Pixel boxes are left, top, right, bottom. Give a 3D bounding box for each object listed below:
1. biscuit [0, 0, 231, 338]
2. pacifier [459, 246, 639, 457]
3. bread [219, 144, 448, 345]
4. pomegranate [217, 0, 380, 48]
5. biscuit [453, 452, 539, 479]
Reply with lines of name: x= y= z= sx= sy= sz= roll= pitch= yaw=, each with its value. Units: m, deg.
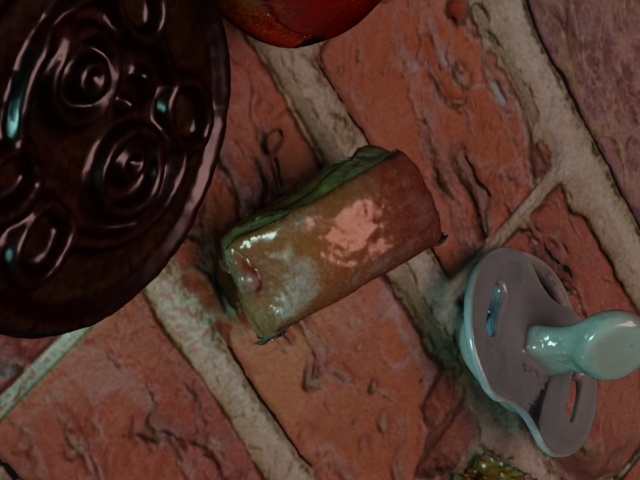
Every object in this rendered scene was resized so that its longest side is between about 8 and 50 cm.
biscuit: x=-0.217 y=-0.104 z=1.563 sx=0.407 sy=0.091 sz=0.407 roll=-35 pitch=134 yaw=-46
pacifier: x=0.282 y=0.112 z=2.019 sx=0.279 sy=0.207 sz=0.227 roll=45 pitch=50 yaw=-35
bread: x=0.006 y=0.000 z=1.789 sx=0.244 sy=0.190 sz=0.123 roll=-34 pitch=103 yaw=-28
pomegranate: x=-0.034 y=-0.298 z=1.695 sx=0.235 sy=0.210 sz=0.210 roll=30 pitch=77 yaw=-35
biscuit: x=0.305 y=0.360 z=2.142 sx=0.379 sy=0.094 sz=0.054 roll=37 pitch=78 yaw=-36
